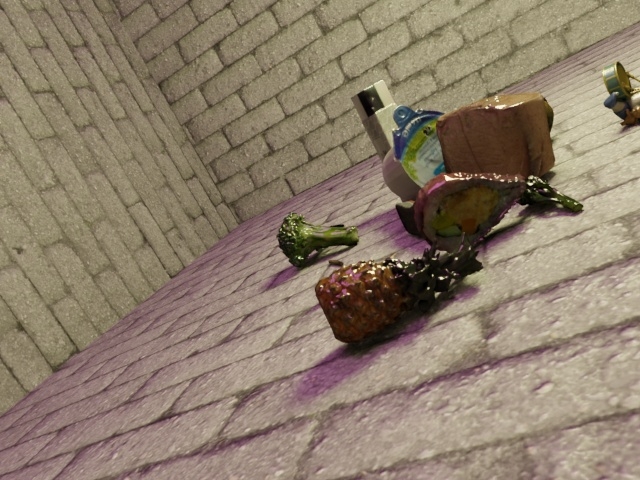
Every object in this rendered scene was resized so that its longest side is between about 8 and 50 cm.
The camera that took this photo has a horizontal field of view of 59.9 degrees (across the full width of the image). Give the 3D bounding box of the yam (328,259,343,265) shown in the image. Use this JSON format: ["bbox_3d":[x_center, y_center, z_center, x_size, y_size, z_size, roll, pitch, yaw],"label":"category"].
[{"bbox_3d":[0.046,0.065,1.645,0.014,0.014,0.107,-32,11,-16],"label":"yam"}]

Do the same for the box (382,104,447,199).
[{"bbox_3d":[0.282,-0.244,1.663,0.262,0.291,0.206,-50,5,-21],"label":"box"}]

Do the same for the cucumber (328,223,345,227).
[{"bbox_3d":[0.057,-0.040,2.044,0.034,0.033,0.134,-36,12,-18],"label":"cucumber"}]

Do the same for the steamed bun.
[{"bbox_3d":[0.466,-0.266,1.450,0.199,0.252,0.301,-34,21,-28],"label":"steamed bun"}]

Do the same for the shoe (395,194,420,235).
[{"bbox_3d":[0.299,-0.078,1.425,0.137,0.114,0.291,-26,7,-9],"label":"shoe"}]

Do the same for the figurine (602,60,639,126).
[{"bbox_3d":[0.839,-0.401,1.352,0.275,0.158,0.161,-21,23,40],"label":"figurine"}]

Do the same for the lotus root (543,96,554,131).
[{"bbox_3d":[0.579,-0.316,1.650,0.274,0.160,0.152,-34,36,-17],"label":"lotus root"}]

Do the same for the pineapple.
[{"bbox_3d":[0.149,0.079,1.037,0.309,0.141,0.170,-23,-14,-3],"label":"pineapple"}]

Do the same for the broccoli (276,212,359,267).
[{"bbox_3d":[0.000,0.006,1.830,0.274,0.177,0.198,2,-18,12],"label":"broccoli"}]

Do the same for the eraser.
[{"bbox_3d":[0.242,-0.313,1.819,0.096,0.404,0.098,-32,10,-22],"label":"eraser"}]

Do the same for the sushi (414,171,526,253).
[{"bbox_3d":[0.306,-0.089,1.193,0.241,0.161,0.107,-47,10,12],"label":"sushi"}]

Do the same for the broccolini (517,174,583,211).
[{"bbox_3d":[0.481,-0.101,1.160,0.091,0.068,0.202,-2,8,-13],"label":"broccolini"}]
